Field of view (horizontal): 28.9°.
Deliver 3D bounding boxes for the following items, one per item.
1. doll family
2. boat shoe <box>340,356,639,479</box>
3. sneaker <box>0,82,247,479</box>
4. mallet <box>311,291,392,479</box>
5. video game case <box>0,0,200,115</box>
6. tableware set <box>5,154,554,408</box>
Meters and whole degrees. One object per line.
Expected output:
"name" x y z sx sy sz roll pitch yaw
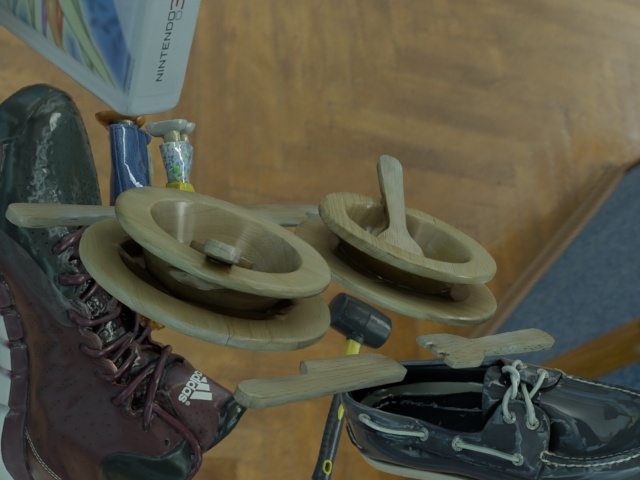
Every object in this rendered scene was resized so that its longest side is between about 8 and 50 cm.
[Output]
"doll family" -0.133 -0.013 0.945 0.263 0.118 0.163 4 79 -76
"boat shoe" 0.105 0.103 0.711 0.065 0.206 0.075 61 38 -42
"sneaker" -0.116 0.049 0.747 0.162 0.281 0.106 15 31 20
"mallet" 0.014 0.133 1.156 0.062 0.039 0.190 36 53 -19
"video game case" -0.145 -0.258 0.527 0.329 0.300 0.036 36 35 32
"tableware set" 0.000 0.000 0.450 0.128 0.039 0.194 33 21 33
